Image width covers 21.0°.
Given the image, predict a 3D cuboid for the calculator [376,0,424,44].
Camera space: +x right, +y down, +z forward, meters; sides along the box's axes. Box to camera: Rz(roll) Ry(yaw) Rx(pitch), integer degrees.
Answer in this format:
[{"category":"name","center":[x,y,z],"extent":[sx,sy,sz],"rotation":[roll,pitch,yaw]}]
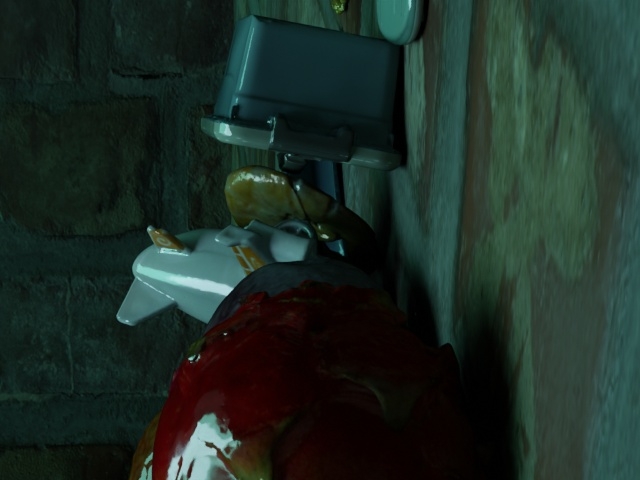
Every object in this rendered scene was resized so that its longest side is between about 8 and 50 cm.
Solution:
[{"category":"calculator","center":[0.063,-0.204,1.380],"extent":[0.153,0.021,0.095],"rotation":[-136,45,-76]}]

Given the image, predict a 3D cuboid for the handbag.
[{"category":"handbag","center":[-0.010,-0.010,1.909],"extent":[0.179,0.062,0.229],"rotation":[96,171,-65]}]

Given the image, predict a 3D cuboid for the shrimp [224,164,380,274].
[{"category":"shrimp","center":[0.001,-0.003,1.580],"extent":[0.236,0.133,0.053],"rotation":[50,-136,-49]}]

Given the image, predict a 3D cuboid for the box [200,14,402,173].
[{"category":"box","center":[-0.015,-0.122,1.513],"extent":[0.227,0.162,0.130],"rotation":[-149,69,-82]}]

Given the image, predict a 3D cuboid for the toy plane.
[{"category":"toy plane","center":[-0.056,0.056,1.538],"extent":[0.245,0.244,0.117],"rotation":[101,-167,-61]}]

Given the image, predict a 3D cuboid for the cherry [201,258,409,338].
[{"category":"cherry","center":[-0.008,0.123,1.375],"extent":[0.266,0.183,0.213],"rotation":[-156,55,-65]}]

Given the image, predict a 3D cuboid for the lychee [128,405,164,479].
[{"category":"lychee","center":[-0.074,0.244,1.707],"extent":[0.300,0.255,0.255],"rotation":[16,-109,-70]}]

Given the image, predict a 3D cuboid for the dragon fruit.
[{"category":"dragon fruit","center":[-0.001,0.150,1.136],"extent":[0.241,0.241,0.252],"rotation":[-111,34,-72]}]

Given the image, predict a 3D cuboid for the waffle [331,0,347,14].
[{"category":"waffle","center":[0.018,-0.274,1.792],"extent":[0.085,0.016,0.078],"rotation":[-104,11,-65]}]
